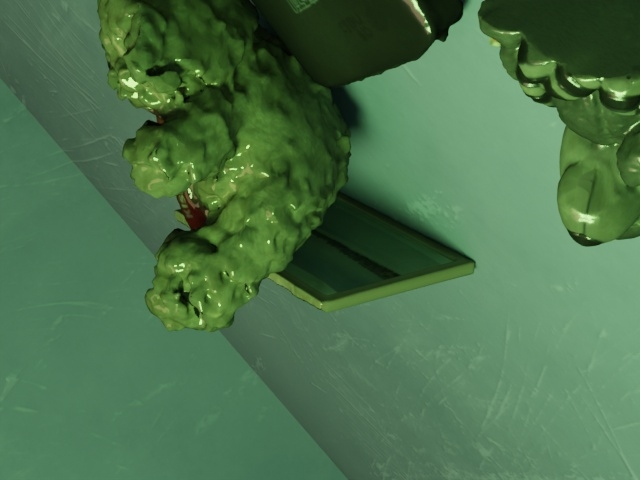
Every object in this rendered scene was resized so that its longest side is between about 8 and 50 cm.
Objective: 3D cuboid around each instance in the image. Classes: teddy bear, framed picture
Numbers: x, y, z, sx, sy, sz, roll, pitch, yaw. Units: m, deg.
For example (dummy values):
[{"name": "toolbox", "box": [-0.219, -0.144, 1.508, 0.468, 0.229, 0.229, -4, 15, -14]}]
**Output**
[{"name": "teddy bear", "box": [0.226, -0.072, 0.974, 0.171, 0.144, 0.251, 12, 145, 40]}, {"name": "framed picture", "box": [0.000, 0.000, 1.585, 0.289, 0.213, 0.016, 30, 124, 47]}, {"name": "teddy bear", "box": [-0.122, -0.143, 1.414, 0.367, 0.224, 0.357, 57, -155, -22]}]

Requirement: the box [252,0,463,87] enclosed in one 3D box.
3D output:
[{"name": "box", "box": [-0.018, -0.272, 1.241, 0.289, 0.073, 0.290, 52, 163, -11]}]
